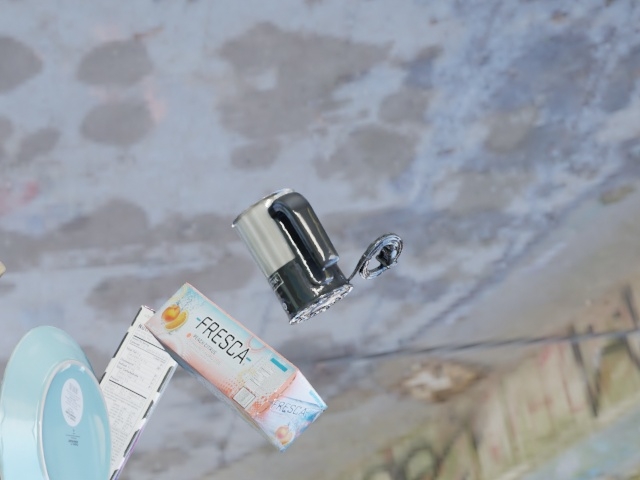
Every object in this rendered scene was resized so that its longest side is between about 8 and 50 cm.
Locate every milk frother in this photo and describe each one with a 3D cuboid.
[{"bbox_3d":[0.000,0.000,1.736,0.143,0.134,0.129,-21,165,-44],"label":"milk frother"}]

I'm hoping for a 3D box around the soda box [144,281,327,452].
[{"bbox_3d":[-0.076,0.109,1.348,0.058,0.183,0.063,-44,133,-11],"label":"soda box"}]

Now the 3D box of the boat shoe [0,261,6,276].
[{"bbox_3d":[-0.328,0.043,1.055,0.098,0.109,0.302,51,138,-11],"label":"boat shoe"}]

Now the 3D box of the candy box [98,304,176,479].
[{"bbox_3d":[-0.237,0.209,1.740,0.071,0.233,0.159,28,145,-2],"label":"candy box"}]

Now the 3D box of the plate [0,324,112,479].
[{"bbox_3d":[-0.203,0.160,1.231,0.024,0.188,0.188,-7,151,18],"label":"plate"}]
